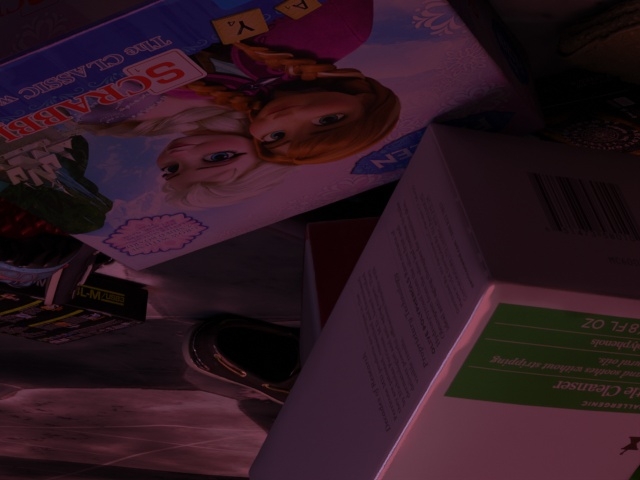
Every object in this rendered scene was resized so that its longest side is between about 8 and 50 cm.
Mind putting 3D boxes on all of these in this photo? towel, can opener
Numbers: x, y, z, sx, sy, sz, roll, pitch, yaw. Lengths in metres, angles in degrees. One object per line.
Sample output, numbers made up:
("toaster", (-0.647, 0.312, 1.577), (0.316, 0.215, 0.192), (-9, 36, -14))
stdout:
("towel", (0.231, -0.132, 1.045), (0.110, 0.027, 0.148), (12, 160, -31))
("can opener", (0.000, 0.000, 1.420), (0.074, 0.093, 0.280), (8, 169, 31))

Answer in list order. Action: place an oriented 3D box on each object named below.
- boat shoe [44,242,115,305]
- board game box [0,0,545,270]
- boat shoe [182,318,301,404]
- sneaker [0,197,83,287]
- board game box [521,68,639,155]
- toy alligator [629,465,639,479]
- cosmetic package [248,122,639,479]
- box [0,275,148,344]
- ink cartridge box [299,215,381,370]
("boat shoe", (-0.196, 0.011, 1.409), (0.065, 0.075, 0.206), (9, 158, -11))
("board game box", (-0.058, -0.097, 1.016), (0.319, 0.066, 0.318), (-19, 157, 18))
("boat shoe", (-0.046, 0.143, 1.918), (0.228, 0.081, 0.069), (16, 163, -29))
("sneaker", (-0.316, -0.026, 1.273), (0.262, 0.104, 0.125), (26, 153, -9))
("board game box", (0.217, -0.080, 1.222), (0.126, 0.026, 0.186), (-10, 159, 38))
("toy alligator", (0.171, 0.192, 1.364), (0.190, 0.056, 0.051), (-6, -167, -2))
("cosmetic package", (0.105, 0.110, 1.142), (0.197, 0.155, 0.365), (6, 131, -22))
("box", (-0.311, 0.066, 1.777), (0.184, 0.045, 0.191), (18, 159, -35))
("ink cartridge box", (0.182, 0.094, 1.407), (0.385, 0.160, 0.279), (-6, 153, -4))
